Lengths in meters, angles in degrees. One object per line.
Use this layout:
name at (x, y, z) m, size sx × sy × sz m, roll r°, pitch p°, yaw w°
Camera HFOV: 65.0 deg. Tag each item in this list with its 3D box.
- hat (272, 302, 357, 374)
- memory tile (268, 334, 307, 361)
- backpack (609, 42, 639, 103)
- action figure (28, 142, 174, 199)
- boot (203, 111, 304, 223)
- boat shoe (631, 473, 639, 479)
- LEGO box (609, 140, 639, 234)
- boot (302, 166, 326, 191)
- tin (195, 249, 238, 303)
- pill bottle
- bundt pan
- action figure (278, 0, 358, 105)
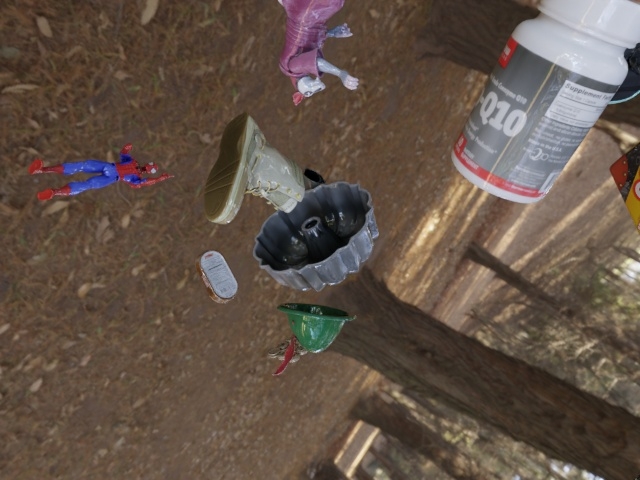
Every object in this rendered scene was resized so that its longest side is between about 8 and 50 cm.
hat at (-0.020, 0.236, 1.080) m, size 0.208 × 0.172 × 0.184 m, roll 28°, pitch 70°, yaw -87°
memory tile at (-0.070, 0.299, 1.446) m, size 0.148 × 0.113 × 0.012 m, roll -33°, pitch 115°, yaw -43°
backpack at (0.501, -0.330, 0.939) m, size 0.144 × 0.188 × 0.166 m, roll -39°, pitch 126°, yaw -68°
action figure at (-0.430, -0.150, 1.051) m, size 0.139 × 0.092 × 0.280 m, roll -15°, pitch -175°, yaw 30°
boot at (-0.102, -0.088, 0.837) m, size 0.165 × 0.077 × 0.213 m, roll 40°, pitch 44°, yaw -39°
boat shoe at (0.592, 0.445, 0.914) m, size 0.142 × 0.040 × 0.049 m, roll -21°, pitch 112°, yaw -12°
LEGO box at (0.772, -0.100, 0.818) m, size 0.193 × 0.373 × 0.500 m, roll -9°, pitch 158°, yaw -8°
boot at (0.011, -0.119, 1.436) m, size 0.137 × 0.197 × 0.077 m, roll -52°, pitch -164°, yaw 55°
tin at (-0.346, 0.119, 1.691) m, size 0.106 × 0.190 × 0.040 m, roll -26°, pitch 175°, yaw -45°
pill bottle at (0.319, -0.210, 0.719) m, size 0.161 × 0.161 × 0.283 m, roll -32°, pitch 150°, yaw -49°
bundt pan at (0.000, 0.000, 1.275) m, size 0.331 × 0.330 × 0.124 m, roll -47°, pitch 129°, yaw -22°
action figure at (-0.038, -0.493, 1.163) m, size 0.248 × 0.275 × 0.370 m, roll -102°, pitch -157°, yaw -55°
